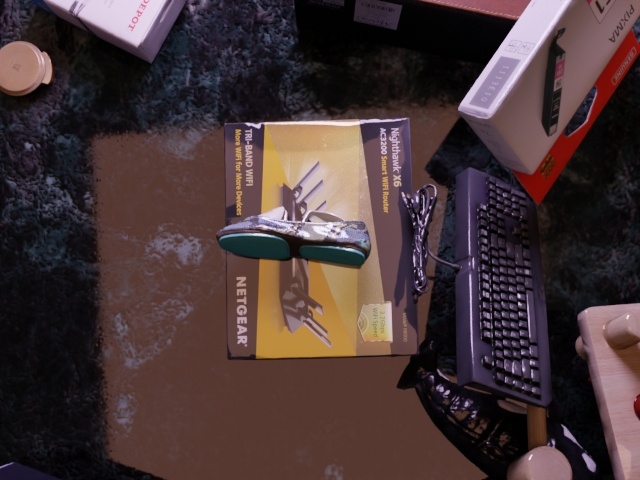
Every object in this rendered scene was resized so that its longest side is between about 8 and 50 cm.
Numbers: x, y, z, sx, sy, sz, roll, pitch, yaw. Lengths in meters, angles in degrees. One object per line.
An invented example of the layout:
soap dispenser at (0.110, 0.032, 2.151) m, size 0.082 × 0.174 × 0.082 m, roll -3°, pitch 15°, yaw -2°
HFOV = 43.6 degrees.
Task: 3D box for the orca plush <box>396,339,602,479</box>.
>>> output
orca plush at (0.236, 0.237, 1.005) m, size 0.151 × 0.102 × 0.287 m, roll -42°, pitch 84°, yaw -3°

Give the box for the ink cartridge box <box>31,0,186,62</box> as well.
ink cartridge box at (-0.289, -0.351, 1.091) m, size 0.191 × 0.082 × 0.139 m, roll 28°, pitch 85°, yaw 3°

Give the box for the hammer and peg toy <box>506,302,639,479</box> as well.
hammer and peg toy at (0.397, 0.190, 0.941) m, size 0.362 × 0.127 × 0.265 m, roll -2°, pitch 69°, yaw -12°

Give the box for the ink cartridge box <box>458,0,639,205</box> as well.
ink cartridge box at (0.316, -0.200, 0.997) m, size 0.060 × 0.239 × 0.275 m, roll 30°, pitch 83°, yaw 48°

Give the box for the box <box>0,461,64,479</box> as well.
box at (-0.302, 0.480, 0.951) m, size 0.343 × 0.179 × 0.312 m, roll 19°, pitch 83°, yaw 3°

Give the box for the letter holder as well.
letter holder at (0.134, -0.381, 1.054) m, size 0.302 × 0.152 × 0.214 m, roll 12°, pitch 82°, yaw 2°

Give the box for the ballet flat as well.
ballet flat at (-0.031, -0.009, 0.983) m, size 0.189 × 0.070 × 0.070 m, roll 8°, pitch 84°, yaw 0°

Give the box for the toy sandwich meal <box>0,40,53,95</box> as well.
toy sandwich meal at (-0.412, -0.237, 1.109) m, size 0.086 × 0.029 × 0.085 m, roll 0°, pitch 86°, yaw 5°

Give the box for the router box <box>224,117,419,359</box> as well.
router box at (0.000, 0.000, 1.047) m, size 0.243 × 0.081 × 0.308 m, roll -2°, pitch 84°, yaw 1°

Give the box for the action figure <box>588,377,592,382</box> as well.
action figure at (0.400, 0.216, 1.042) m, size 0.038 × 0.030 × 0.115 m, roll -40°, pitch 89°, yaw 2°

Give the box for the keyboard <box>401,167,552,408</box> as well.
keyboard at (0.189, 0.035, 0.966) m, size 0.202 × 0.033 × 0.317 m, roll 18°, pitch 51°, yaw -14°
